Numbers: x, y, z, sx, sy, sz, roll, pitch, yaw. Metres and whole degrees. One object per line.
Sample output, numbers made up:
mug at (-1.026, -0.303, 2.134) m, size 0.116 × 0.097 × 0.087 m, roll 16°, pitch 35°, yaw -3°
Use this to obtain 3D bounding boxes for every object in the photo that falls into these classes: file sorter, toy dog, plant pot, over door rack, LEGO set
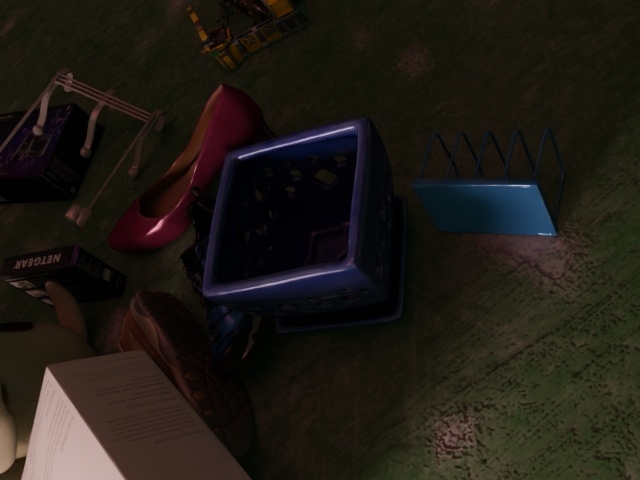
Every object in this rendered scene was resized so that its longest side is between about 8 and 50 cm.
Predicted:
file sorter at (0.233, -0.082, 1.017) m, size 0.170 × 0.118 × 0.105 m, roll 2°, pitch 60°, yaw 33°
toy dog at (-0.518, 0.206, 1.105) m, size 0.284 × 0.408 × 0.396 m, roll 8°, pitch 67°, yaw 34°
plant pot at (0.000, 0.000, 1.044) m, size 0.235 × 0.212 × 0.236 m, roll -10°, pitch 56°, yaw 26°
over door rack at (-0.478, -0.171, 1.430) m, size 0.239 × 0.108 × 0.324 m, roll 24°, pitch 53°, yaw 6°
LEGO set at (-0.166, -0.526, 1.483) m, size 0.254 × 0.192 × 0.332 m, roll -14°, pitch 55°, yaw 24°

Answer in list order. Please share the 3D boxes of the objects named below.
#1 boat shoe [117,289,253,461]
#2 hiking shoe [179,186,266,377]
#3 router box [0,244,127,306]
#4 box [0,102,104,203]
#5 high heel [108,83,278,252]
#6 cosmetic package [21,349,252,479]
boat shoe at (-0.209, 0.215, 1.114) m, size 0.116 × 0.123 × 0.324 m, roll -52°, pitch 50°, yaw 16°
hiking shoe at (-0.160, 0.066, 1.138) m, size 0.113 × 0.132 × 0.304 m, roll -44°, pitch 37°, yaw 39°
router box at (-0.460, 0.066, 1.337) m, size 0.178 × 0.133 × 0.046 m, roll -9°, pitch 58°, yaw 26°
box at (-0.618, -0.184, 1.613) m, size 0.261 × 0.103 × 0.184 m, roll -1°, pitch 59°, yaw 31°
high heel at (-0.257, -0.124, 1.297) m, size 0.377 × 0.181 × 0.127 m, roll -36°, pitch 49°, yaw 7°
cosmetic package at (-0.220, 0.338, 0.944) m, size 0.385 × 0.156 × 0.217 m, roll 39°, pitch 119°, yaw 35°
